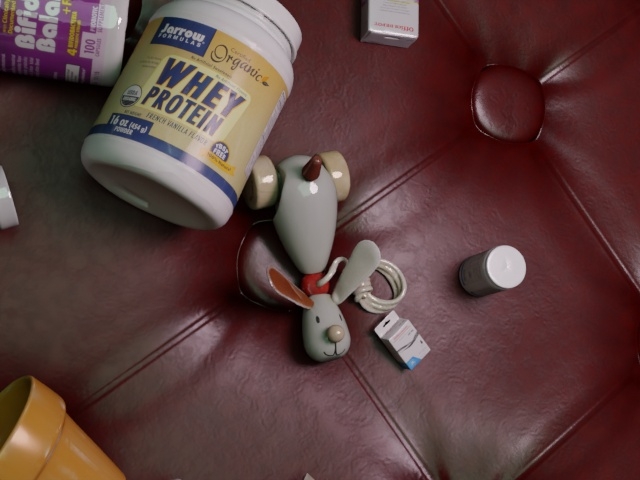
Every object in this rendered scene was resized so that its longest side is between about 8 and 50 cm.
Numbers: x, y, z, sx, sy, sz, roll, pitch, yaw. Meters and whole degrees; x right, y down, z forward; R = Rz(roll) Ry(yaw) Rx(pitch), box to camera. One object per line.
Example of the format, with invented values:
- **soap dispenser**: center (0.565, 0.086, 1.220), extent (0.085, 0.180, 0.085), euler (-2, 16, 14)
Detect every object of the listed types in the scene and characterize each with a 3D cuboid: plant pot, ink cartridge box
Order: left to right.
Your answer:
- **plant pot**: center (-0.367, 0.313, 1.255), extent (0.188, 0.205, 0.205), euler (41, 71, -22)
- **ink cartridge box**: center (0.114, -0.388, 1.589), extent (0.088, 0.052, 0.123), euler (5, 78, -16)
- **ink cartridge box**: center (0.128, 0.155, 1.497), extent (0.048, 0.028, 0.083), euler (-44, 111, -19)

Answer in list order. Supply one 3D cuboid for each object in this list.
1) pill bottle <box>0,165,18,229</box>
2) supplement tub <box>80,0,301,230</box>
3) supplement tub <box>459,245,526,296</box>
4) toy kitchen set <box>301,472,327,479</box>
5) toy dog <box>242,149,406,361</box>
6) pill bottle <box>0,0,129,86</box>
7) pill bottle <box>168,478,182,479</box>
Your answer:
- **pill bottle**: center (-0.525, -0.035, 1.299), extent (0.208, 0.117, 0.118), euler (-17, 86, -19)
- **supplement tub**: center (-0.176, -0.198, 1.375), extent (0.228, 0.228, 0.316), euler (27, 74, -11)
- **supplement tub**: center (0.273, 0.050, 1.529), extent (0.071, 0.107, 0.071), euler (3, 79, -17)
- **toy kitchen set**: center (-0.026, 0.394, 1.419), extent (0.068, 0.075, 0.083), euler (46, 31, -8)
- **toy dog**: center (0.000, 0.000, 1.428), extent (0.220, 0.161, 0.334), euler (-32, 90, -19)
- **pill bottle**: center (-0.428, -0.320, 1.351), extent (0.301, 0.169, 0.169), euler (6, 79, -14)
- **pill bottle**: center (-0.194, 0.462, 1.302), extent (0.130, 0.130, 0.246), euler (-25, 87, -19)
